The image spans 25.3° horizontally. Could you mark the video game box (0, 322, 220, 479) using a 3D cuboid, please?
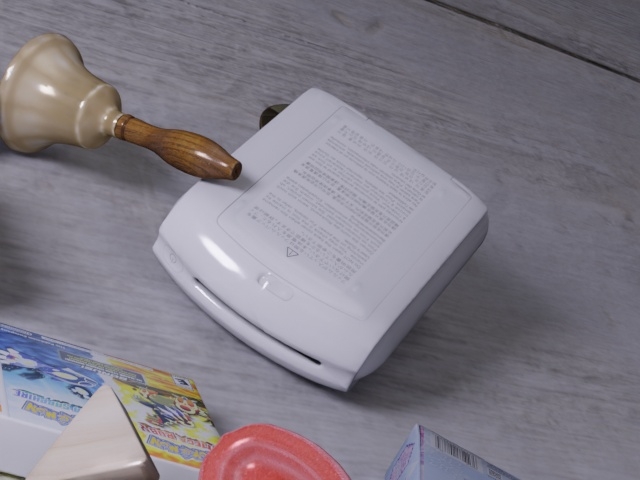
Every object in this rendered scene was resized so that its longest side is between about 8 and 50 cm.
[{"bbox_3d":[-0.177,0.133,1.082,0.205,0.048,0.187,19,14,-22],"label":"video game box"}]

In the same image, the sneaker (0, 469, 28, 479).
[{"bbox_3d":[-0.191,0.192,1.002,0.161,0.057,0.075,22,32,-11],"label":"sneaker"}]

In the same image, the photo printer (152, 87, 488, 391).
[{"bbox_3d":[0.000,0.000,1.419,0.256,0.107,0.307,35,42,8],"label":"photo printer"}]

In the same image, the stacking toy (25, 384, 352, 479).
[{"bbox_3d":[-0.111,0.251,0.843,0.280,0.130,0.309,23,59,44],"label":"stacking toy"}]

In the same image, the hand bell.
[{"bbox_3d":[-0.181,-0.104,1.376,0.242,0.126,0.126,23,22,25],"label":"hand bell"}]

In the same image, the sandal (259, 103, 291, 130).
[{"bbox_3d":[-0.036,-0.066,1.598,0.090,0.060,0.219,0,46,-8],"label":"sandal"}]

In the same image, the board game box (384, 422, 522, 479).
[{"bbox_3d":[0.198,0.302,1.139,0.319,0.066,0.318,29,14,-3],"label":"board game box"}]
